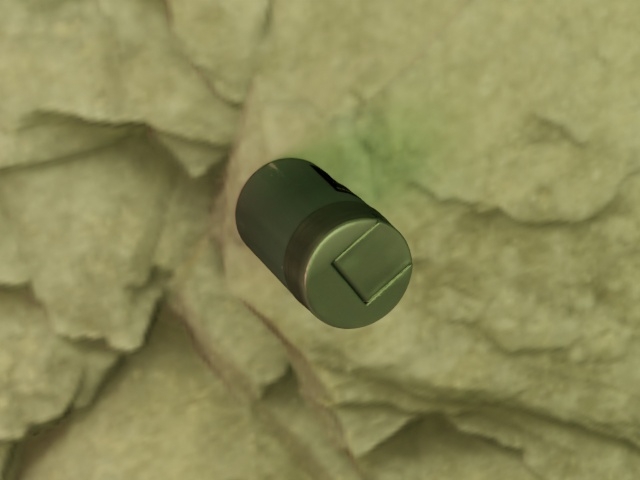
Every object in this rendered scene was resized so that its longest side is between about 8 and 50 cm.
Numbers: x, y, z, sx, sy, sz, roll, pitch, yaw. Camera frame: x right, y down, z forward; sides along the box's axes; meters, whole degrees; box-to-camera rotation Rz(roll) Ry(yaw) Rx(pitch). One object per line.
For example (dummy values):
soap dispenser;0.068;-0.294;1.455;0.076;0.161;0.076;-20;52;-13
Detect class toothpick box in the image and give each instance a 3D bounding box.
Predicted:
toothpick box;0.000;0.000;0.842;0.052;0.083;0.052;-9;114;-21
